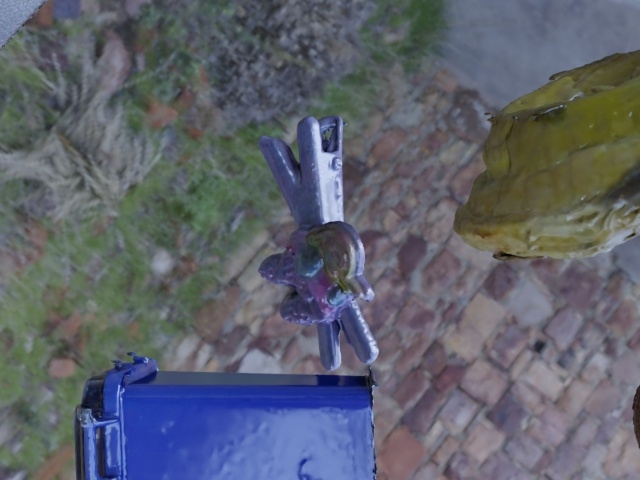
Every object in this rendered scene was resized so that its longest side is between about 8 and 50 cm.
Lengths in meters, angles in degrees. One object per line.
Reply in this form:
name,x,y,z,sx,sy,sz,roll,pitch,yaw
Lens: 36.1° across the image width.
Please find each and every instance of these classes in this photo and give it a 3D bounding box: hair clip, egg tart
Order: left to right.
hair clip,-0.009,-0.005,1.023,0.137,0.278,0.090,-16,163,33
egg tart,0.234,-0.080,0.772,0.290,0.115,0.290,-24,-171,4

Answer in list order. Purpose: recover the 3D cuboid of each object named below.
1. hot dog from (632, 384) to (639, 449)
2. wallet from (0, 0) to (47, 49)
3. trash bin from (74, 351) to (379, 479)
hot dog,0.380,0.196,1.054,0.099,0.065,0.147,30,64,-48
wallet,-0.334,-0.335,1.145,0.243,0.039,0.133,-49,167,-4
trash bin,-0.069,0.171,0.781,0.184,0.235,0.162,48,40,-88
